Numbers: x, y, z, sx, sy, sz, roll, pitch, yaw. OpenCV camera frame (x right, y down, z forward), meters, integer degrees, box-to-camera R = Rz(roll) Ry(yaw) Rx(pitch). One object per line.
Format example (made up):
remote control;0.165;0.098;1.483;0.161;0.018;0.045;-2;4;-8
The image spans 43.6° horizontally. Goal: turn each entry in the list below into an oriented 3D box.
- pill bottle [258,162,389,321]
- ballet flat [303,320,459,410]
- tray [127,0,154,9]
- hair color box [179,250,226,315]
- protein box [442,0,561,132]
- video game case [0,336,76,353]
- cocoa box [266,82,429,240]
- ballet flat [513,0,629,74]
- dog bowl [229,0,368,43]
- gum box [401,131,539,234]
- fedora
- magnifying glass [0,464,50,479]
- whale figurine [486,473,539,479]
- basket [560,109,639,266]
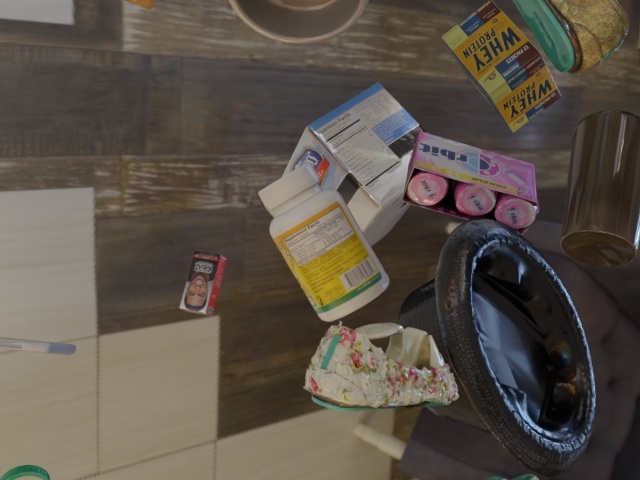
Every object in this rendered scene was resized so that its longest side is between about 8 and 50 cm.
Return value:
pill bottle;0.000;0.000;1.138;0.117;0.117;0.208;-33;95;-31
ballet flat;0.073;0.117;0.749;0.241;0.091;0.077;16;85;-59
tray;-0.311;-0.684;1.572;0.076;0.203;0.411;13;114;-37
hair color box;-0.274;0.100;1.872;0.043;0.072;0.141;46;53;-68
protein box;0.408;-0.389;1.797;0.136;0.201;0.200;-38;147;12
video game case;-0.608;0.207;1.589;0.193;0.212;0.023;6;81;-3
cocoa box;0.068;-0.123;1.738;0.231;0.347;0.228;-36;79;-31
ballet flat;0.274;-0.373;1.037;0.123;0.123;0.349;-23;74;-35
dog bowl;-0.046;-0.564;1.698;0.348;0.348;0.102;36;45;-39
gum box;0.219;-0.082;1.148;0.107;0.188;0.062;-73;179;-54
fedora;0.209;0.142;1.016;0.334;0.152;0.334;22;59;-41
magnifying glass;-0.541;0.501;1.489;0.092;0.026;0.231;-10;130;-18
whale figurine;0.276;0.488;1.431;0.272;0.141;0.216;-17;131;-39
basket;0.511;-0.080;1.428;0.204;0.154;0.227;60;43;-56
